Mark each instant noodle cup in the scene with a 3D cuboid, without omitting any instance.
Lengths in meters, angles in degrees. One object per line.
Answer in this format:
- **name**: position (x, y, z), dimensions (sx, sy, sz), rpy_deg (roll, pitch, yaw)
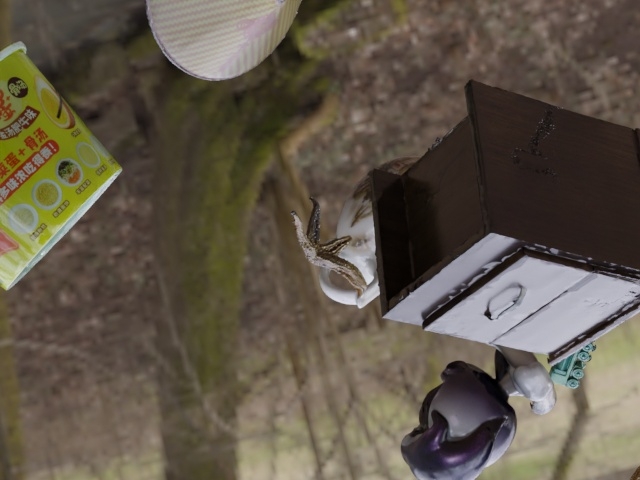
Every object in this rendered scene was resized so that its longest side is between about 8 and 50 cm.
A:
- **instant noodle cup**: position (-0.429, -0.088, 2.181), dimensions (0.311, 0.221, 0.311), rpy_deg (-47, -176, 4)

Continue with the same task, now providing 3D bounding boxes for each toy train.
- **toy train**: position (0.335, 0.155, 2.133), dimensions (0.045, 0.092, 0.029), rpy_deg (17, -147, 3)

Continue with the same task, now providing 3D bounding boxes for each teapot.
- **teapot**: position (0.112, -0.012, 2.272), dimensions (0.298, 0.139, 0.204), rpy_deg (-37, 142, -19)

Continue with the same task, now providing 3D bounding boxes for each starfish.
- **starfish**: position (-0.005, 0.002, 1.878), dimensions (0.041, 0.133, 0.130), rpy_deg (-41, 134, 17)

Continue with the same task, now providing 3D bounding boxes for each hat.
- **hat**: position (-0.055, -0.226, 1.382), dimensions (0.193, 0.193, 0.082), rpy_deg (-5, -162, -45)

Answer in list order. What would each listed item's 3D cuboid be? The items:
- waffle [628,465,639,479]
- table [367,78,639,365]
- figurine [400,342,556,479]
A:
- **waffle**: position (0.408, 0.327, 2.007), dimensions (0.229, 0.057, 0.219), rpy_deg (-53, 170, -31)
- **table**: position (0.171, -0.008, 1.418), dimensions (0.193, 0.172, 0.169), rpy_deg (14, 145, -28)
- **figurine**: position (0.205, 0.231, 2.065), dimensions (0.222, 0.145, 0.145), rpy_deg (-40, 173, -5)
